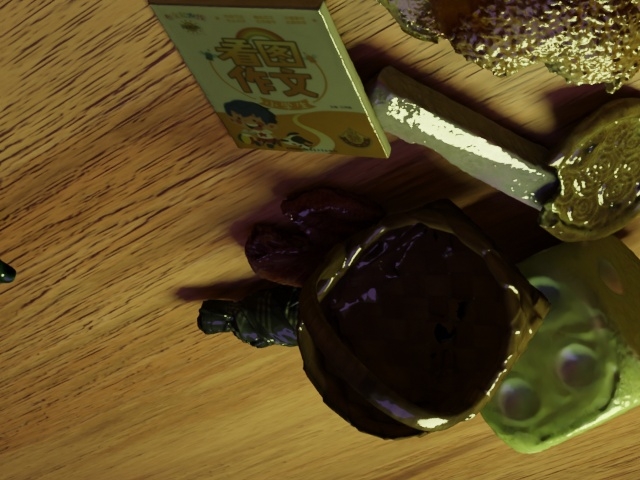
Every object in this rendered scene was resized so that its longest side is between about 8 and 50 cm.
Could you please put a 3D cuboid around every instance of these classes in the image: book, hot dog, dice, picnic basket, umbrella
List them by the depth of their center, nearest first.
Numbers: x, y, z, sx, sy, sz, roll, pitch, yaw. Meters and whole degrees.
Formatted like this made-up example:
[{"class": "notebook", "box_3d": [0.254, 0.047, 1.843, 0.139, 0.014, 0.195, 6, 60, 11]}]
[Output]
[{"class": "hot dog", "box_3d": [0.090, -0.276, 1.396, 0.078, 0.061, 0.169, -46, 115, 6]}, {"class": "book", "box_3d": [-0.051, -0.185, 1.510, 0.207, 0.020, 0.295, 6, 153, 22]}, {"class": "picnic basket", "box_3d": [0.098, 0.123, 1.707, 0.337, 0.293, 0.337, -42, 168, -11]}, {"class": "dice", "box_3d": [0.359, 0.146, 1.887, 0.252, 0.250, 0.254, -32, 167, 32]}, {"class": "umbrella", "box_3d": [-0.011, 0.124, 1.998, 0.336, 0.128, 0.154, -6, 134, 13]}]

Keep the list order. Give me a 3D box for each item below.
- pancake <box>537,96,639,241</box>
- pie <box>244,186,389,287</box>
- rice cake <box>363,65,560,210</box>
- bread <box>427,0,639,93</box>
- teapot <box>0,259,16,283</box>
[{"class": "pancake", "box_3d": [0.377, -0.090, 1.704, 0.211, 0.029, 0.235, -22, 136, -10]}, {"class": "pie", "box_3d": [0.000, 0.000, 1.851, 0.218, 0.054, 0.204, -30, 141, 32]}, {"class": "rice cake", "box_3d": [0.198, -0.122, 1.663, 0.399, 0.064, 0.070, 23, 135, -37]}, {"class": "bread", "box_3d": [0.262, -0.260, 1.345, 0.314, 0.171, 0.192, 19, 145, -35]}, {"class": "teapot", "box_3d": [-0.539, 0.019, 1.724, 0.269, 0.173, 0.182, 10, 172, -6]}]
